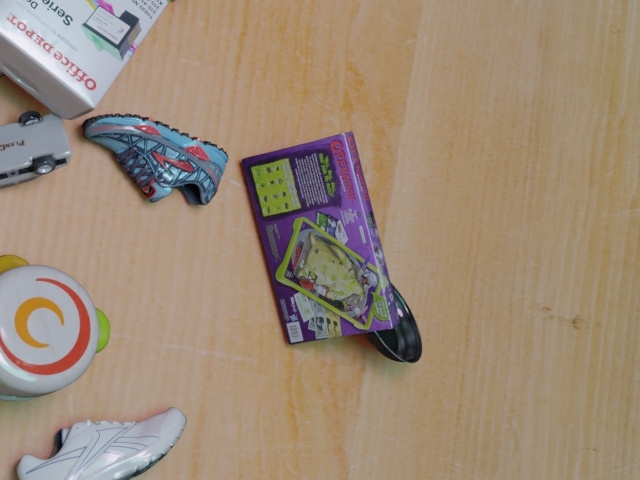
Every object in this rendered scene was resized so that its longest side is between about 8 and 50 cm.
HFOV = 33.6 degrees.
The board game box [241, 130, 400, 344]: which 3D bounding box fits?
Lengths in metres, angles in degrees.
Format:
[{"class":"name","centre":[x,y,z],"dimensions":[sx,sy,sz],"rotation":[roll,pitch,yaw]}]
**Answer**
[{"class":"board game box","centre":[0.000,0.000,1.863],"dimensions":[0.056,0.208,0.347],"rotation":[-23,101,-60]}]

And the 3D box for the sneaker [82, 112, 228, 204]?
[{"class":"sneaker","centre":[-0.273,-0.128,1.750],"dimensions":[0.261,0.104,0.125],"rotation":[18,79,-31]}]

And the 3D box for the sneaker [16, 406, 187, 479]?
[{"class":"sneaker","centre":[-0.339,0.329,1.672],"dimensions":[0.297,0.111,0.129],"rotation":[-27,79,-40]}]

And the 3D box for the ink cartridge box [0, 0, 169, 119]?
[{"class":"ink cartridge box","centre":[-0.362,-0.351,1.587],"dimensions":[0.201,0.117,0.278],"rotation":[39,67,-25]}]

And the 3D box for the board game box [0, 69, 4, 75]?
[{"class":"board game box","centre":[-0.498,-0.415,1.628],"dimensions":[0.224,0.097,0.303],"rotation":[-27,103,-33]}]

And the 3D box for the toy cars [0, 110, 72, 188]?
[{"class":"toy cars","centre":[-0.528,-0.046,1.582],"dimensions":[0.176,0.087,0.394],"rotation":[29,65,9]}]

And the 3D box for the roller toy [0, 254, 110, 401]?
[{"class":"roller toy","centre":[-0.445,0.140,1.591],"dimensions":[0.209,0.146,0.191],"rotation":[44,56,-16]}]

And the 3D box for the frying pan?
[{"class":"frying pan","centre":[0.080,0.107,1.941],"dimensions":[0.326,0.053,0.197],"rotation":[42,29,-30]}]
